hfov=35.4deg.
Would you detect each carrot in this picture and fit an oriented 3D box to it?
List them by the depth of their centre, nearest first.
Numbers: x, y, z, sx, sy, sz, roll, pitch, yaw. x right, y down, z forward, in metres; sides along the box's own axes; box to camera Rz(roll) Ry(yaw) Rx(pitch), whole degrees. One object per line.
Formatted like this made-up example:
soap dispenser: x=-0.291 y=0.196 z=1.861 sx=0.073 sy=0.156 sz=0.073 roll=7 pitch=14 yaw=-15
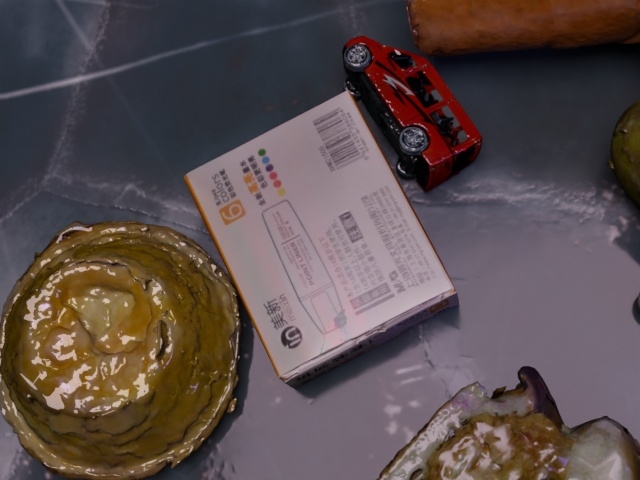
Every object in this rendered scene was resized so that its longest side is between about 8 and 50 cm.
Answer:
carrot: x=0.234 y=-0.288 z=1.140 sx=0.254 sy=0.196 sz=0.196 roll=-11 pitch=72 yaw=18

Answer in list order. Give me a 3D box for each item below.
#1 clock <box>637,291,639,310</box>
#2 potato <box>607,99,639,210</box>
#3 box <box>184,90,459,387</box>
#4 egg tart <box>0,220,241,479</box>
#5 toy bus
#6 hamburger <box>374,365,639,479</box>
clock: x=0.403 y=0.072 z=1.058 sx=0.129 sy=0.041 sz=0.087 roll=-4 pitch=70 yaw=4
potato: x=0.441 y=-0.055 z=1.036 sx=0.298 sy=0.141 sz=0.176 roll=30 pitch=85 yaw=17
box: x=0.000 y=0.000 z=1.120 sx=0.221 sy=0.091 sz=0.274 roll=-26 pitch=72 yaw=3
egg tart: x=-0.240 y=0.111 z=1.115 sx=0.315 sy=0.120 sz=0.315 roll=-2 pitch=73 yaw=8
toy bus: x=0.099 y=-0.157 z=1.158 sx=0.089 sy=0.081 sz=0.195 roll=-29 pitch=71 yaw=-10
hamburger: x=0.146 y=0.273 z=0.921 sx=0.195 sy=0.277 sz=0.318 roll=38 pitch=88 yaw=22
